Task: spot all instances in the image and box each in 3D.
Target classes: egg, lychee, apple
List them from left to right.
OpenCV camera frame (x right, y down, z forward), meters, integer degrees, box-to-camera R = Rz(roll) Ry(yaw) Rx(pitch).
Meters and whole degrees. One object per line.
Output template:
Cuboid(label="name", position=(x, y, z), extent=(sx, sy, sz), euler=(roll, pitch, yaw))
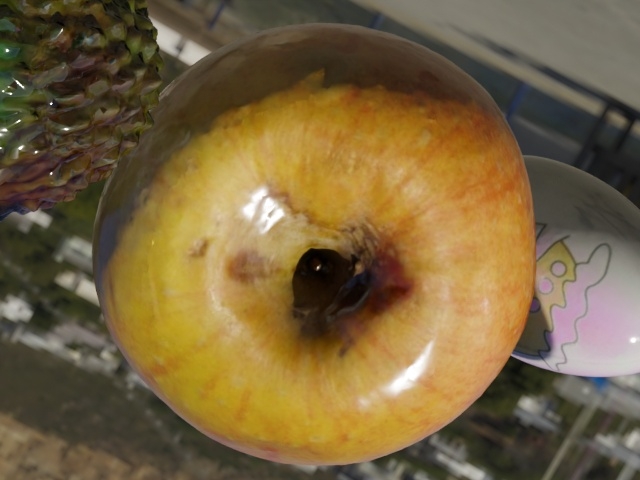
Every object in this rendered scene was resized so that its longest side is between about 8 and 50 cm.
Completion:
Cuboid(label="lychee", position=(-0.154, -0.084, 0.702), extent=(0.171, 0.171, 0.171), euler=(29, -177, -2))
Cuboid(label="apple", position=(0.000, 0.000, 1.036), extent=(0.299, 0.299, 0.275), euler=(30, -165, 4))
Cuboid(label="egg", position=(0.225, 0.030, 1.490), extent=(0.196, 0.196, 0.271), euler=(27, -164, -46))
